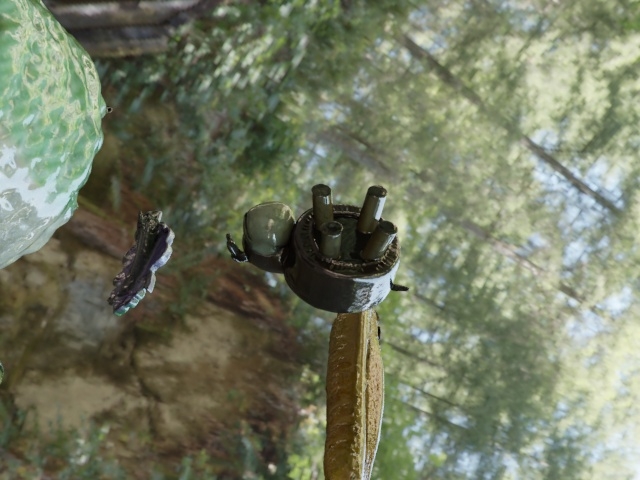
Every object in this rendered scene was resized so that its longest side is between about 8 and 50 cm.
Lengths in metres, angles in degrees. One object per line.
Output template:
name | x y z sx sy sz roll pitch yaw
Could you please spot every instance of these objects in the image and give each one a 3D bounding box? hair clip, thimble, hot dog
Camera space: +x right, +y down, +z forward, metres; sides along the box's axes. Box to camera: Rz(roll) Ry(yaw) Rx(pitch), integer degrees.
hair clip | -0.276 0.027 1.516 0.124 0.052 0.195 -29 -143 40
thimble | -0.261 -0.081 0.678 0.219 0.150 0.219 -12 -122 19
hot dog | 0.037 0.193 1.242 0.068 0.083 0.289 -16 -137 24

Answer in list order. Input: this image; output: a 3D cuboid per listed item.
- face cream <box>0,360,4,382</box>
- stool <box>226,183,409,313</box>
face cream | -0.471 0.032 0.912 0.219 0.312 0.357 -36 -104 -11
stool | 0.000 0.000 1.109 0.125 0.217 0.121 -60 163 -45
